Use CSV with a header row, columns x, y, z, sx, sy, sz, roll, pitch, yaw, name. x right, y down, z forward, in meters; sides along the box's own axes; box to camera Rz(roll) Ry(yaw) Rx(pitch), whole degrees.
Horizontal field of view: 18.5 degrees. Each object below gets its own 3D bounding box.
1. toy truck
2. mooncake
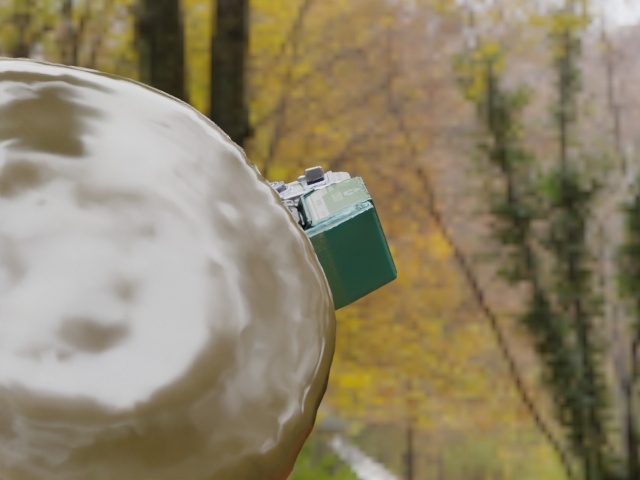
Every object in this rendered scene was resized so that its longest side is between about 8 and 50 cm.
x,y,z,sx,sy,sz,roll,pitch,yaw,name
0.000,0.000,1.920,0.124,0.114,0.253,-19,14,2,toy truck
-0.231,0.085,1.551,0.467,0.467,0.262,3,-37,-25,mooncake
